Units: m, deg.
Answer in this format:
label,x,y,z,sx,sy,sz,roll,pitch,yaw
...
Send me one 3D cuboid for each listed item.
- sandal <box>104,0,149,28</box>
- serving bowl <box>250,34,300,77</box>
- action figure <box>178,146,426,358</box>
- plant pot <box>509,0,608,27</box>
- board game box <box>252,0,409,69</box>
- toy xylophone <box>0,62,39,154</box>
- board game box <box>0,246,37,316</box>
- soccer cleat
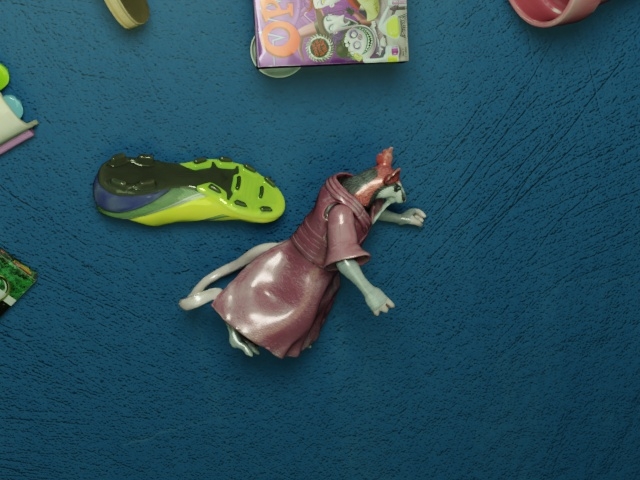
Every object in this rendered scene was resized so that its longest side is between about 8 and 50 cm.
label,x,y,z,sx,sy,sz,roll,pitch,yaw
sandal,-0.318,-0.386,1.333,0.079,0.088,0.240,-15,110,28
serving bowl,-0.061,-0.280,1.456,0.083,0.027,0.083,-3,117,-6
action figure,0.000,0.000,1.533,0.276,0.248,0.370,30,113,-2
plant pot,0.368,-0.405,1.379,0.180,0.201,0.201,-14,119,-20
board game box,0.008,-0.406,1.329,0.208,0.056,0.347,-4,97,-3
toy xylophone,-0.550,-0.230,1.374,0.236,0.081,0.322,-21,118,2
board game box,-0.578,0.025,1.531,0.260,0.030,0.136,40,103,-24
soccer cleat,-0.200,-0.066,1.526,0.289,0.093,0.121,6,146,-17
